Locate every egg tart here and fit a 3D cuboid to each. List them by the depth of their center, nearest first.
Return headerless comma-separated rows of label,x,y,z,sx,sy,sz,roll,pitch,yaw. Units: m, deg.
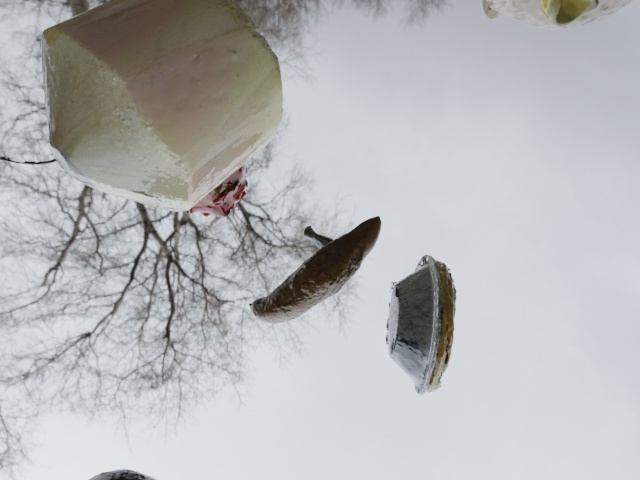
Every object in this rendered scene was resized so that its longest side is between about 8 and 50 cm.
egg tart,0.161,0.139,0.863,0.094,0.234,0.234,5,-140,0

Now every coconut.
coconut,-0.187,-0.152,0.583,0.244,0.239,0.239,-39,-123,-24

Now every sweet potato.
sweet potato,-0.003,0.071,1.046,0.341,0.092,0.114,-38,-156,8

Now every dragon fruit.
dragon fruit,-0.267,-0.174,1.106,0.205,0.268,0.210,13,-114,30

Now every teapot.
teapot,0.000,0.000,1.268,0.042,0.043,0.110,-24,-141,-30

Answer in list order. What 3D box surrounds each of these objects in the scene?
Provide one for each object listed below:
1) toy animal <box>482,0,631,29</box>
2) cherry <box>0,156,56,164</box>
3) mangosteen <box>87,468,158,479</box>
toy animal,0.287,-0.362,0.584,0.357,0.227,0.188,-7,-157,-18
cherry,-0.434,-0.116,0.642,0.225,0.090,0.107,-33,-81,-41
mangosteen,-0.283,0.409,0.632,0.249,0.212,0.211,-19,-133,-25
